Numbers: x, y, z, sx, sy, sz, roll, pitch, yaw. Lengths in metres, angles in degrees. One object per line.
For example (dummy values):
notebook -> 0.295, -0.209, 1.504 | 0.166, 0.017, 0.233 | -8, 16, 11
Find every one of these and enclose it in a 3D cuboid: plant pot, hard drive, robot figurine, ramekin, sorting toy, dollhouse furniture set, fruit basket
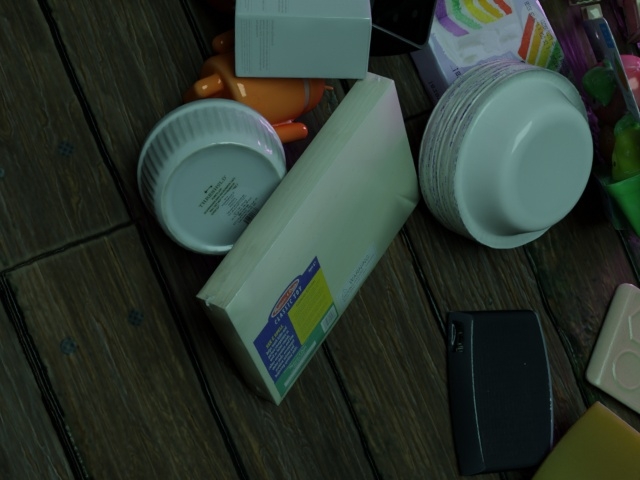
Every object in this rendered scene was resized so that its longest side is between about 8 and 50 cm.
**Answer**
plant pot -> 0.434, 0.413, 1.642 | 0.187, 0.212, 0.212 | -33, 118, -8
hard drive -> 0.285, 0.233, 1.697 | 0.172, 0.054, 0.254 | 0, 81, -26
robot figurine -> -0.085, -0.220, 1.560 | 0.219, 0.128, 0.158 | -26, 53, -26
ramekin -> -0.139, -0.077, 1.463 | 0.207, 0.109, 0.207 | -7, 118, -13
plant pot -> 0.059, -0.377, 1.632 | 0.187, 0.167, 0.188 | 20, 73, -21
sorting toy -> 0.557, 0.202, 1.846 | 0.208, 0.038, 0.193 | 31, 70, -13
dollhouse furniture set -> 0.524, -0.370, 1.913 | 0.161, 0.101, 0.182 | -10, 86, -2
fruit basket -> 0.484, -0.184, 1.745 | 0.165, 0.327, 0.353 | -26, 97, 12

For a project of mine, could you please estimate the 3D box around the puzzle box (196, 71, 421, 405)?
puzzle box -> 0.000, 0.000, 1.508 | 0.052, 0.272, 0.409 | 23, 64, 27

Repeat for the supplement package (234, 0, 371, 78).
supplement package -> -0.025, -0.290, 1.468 | 0.179, 0.105, 0.105 | 1, 46, -2

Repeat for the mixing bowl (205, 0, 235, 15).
mixing bowl -> -0.122, -0.395, 1.576 | 0.181, 0.098, 0.181 | 12, 72, -40

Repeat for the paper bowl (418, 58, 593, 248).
paper bowl -> 0.300, -0.125, 1.653 | 0.284, 0.148, 0.284 | -14, 115, -32

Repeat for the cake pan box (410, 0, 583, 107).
cake pan box -> 0.279, -0.293, 1.778 | 0.246, 0.070, 0.267 | -28, 95, -25
